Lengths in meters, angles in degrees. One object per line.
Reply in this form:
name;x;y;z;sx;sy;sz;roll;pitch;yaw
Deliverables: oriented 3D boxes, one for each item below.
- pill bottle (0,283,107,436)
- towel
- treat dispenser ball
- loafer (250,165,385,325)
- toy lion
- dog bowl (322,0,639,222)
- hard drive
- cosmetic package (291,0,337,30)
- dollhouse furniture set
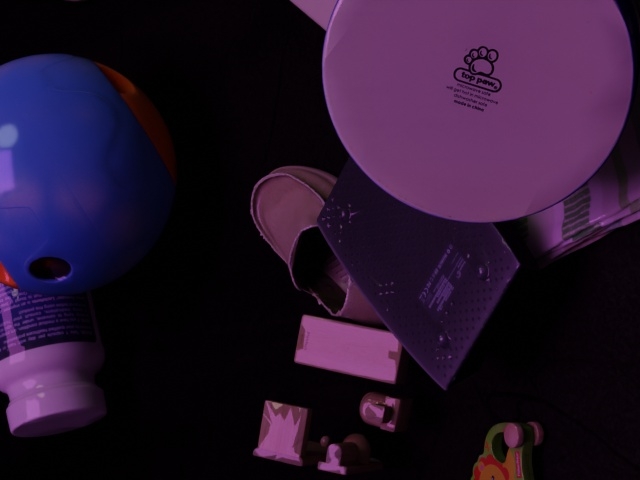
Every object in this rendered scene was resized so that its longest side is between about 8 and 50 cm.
pill bottle;-0.361;0.110;2.246;0.153;0.153;0.264;-34;64;47
towel;0.200;-0.098;1.623;0.325;0.038;0.247;-34;63;47
treat dispenser ball;-0.314;-0.078;2.074;0.288;0.288;0.288;1;91;52
loafer;0.000;0.000;1.833;0.268;0.092;0.102;39;119;43
toy lion;0.176;0.223;1.666;0.096;0.034;0.100;-12;81;59
dog bowl;0.137;-0.152;1.476;0.265;0.104;0.264;3;109;10
hard drive;0.102;0.002;1.672;0.254;0.054;0.172;52;127;38
cosmetic package;0.048;-0.271;1.688;0.309;0.160;0.113;47;124;48
dollhouse furniture set;0.033;0.159;1.801;0.144;0.123;0.151;10;91;26
